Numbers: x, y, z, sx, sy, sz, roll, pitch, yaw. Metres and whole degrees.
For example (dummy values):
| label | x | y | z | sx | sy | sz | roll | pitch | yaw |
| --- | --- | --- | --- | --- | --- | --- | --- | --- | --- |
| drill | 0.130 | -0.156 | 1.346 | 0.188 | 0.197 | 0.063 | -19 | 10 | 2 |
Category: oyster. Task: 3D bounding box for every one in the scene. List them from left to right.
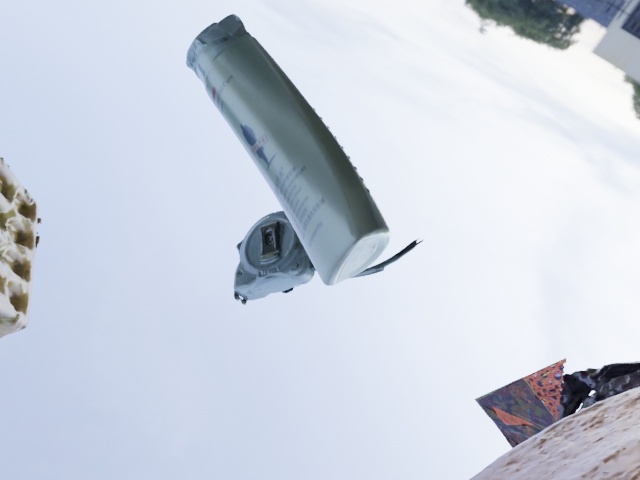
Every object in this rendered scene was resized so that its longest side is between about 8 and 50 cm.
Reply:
| label | x | y | z | sx | sy | sz | roll | pitch | yaw |
| --- | --- | --- | --- | --- | --- | --- | --- | --- | --- |
| oyster | 0.503 | 0.285 | 0.917 | 0.275 | 0.271 | 0.100 | 28 | -165 | 11 |

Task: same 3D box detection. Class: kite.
| label | x | y | z | sx | sy | sz | roll | pitch | yaw |
| --- | --- | --- | --- | --- | --- | --- | --- | --- | --- |
| kite | 0.252 | 0.226 | 0.751 | 0.125 | 0.223 | 0.008 | 14 | -152 | 43 |

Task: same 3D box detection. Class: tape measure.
| label | x | y | z | sx | sy | sz | roll | pitch | yaw |
| --- | --- | --- | --- | --- | --- | --- | --- | --- | --- |
| tape measure | 0.000 | 0.001 | 0.990 | 0.084 | 0.330 | 0.164 | 38 | -142 | -54 |

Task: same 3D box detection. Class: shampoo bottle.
| label | x | y | z | sx | sy | sz | roll | pitch | yaw |
| --- | --- | --- | --- | --- | --- | --- | --- | --- | --- |
| shampoo bottle | -0.027 | -0.069 | 0.409 | 0.049 | 0.072 | 0.212 | -19 | -119 | -31 |

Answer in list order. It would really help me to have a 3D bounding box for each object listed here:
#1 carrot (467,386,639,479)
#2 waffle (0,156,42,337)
| label | x | y | z | sx | sy | sz | roll | pitch | yaw |
| --- | --- | --- | --- | --- | --- | --- | --- | --- | --- |
| carrot | 0.142 | 0.150 | 0.231 | 0.100 | 0.307 | 0.258 | 61 | 180 | 5 |
| waffle | -0.438 | -0.031 | 0.673 | 0.098 | 0.328 | 0.224 | -6 | -116 | -3 |
